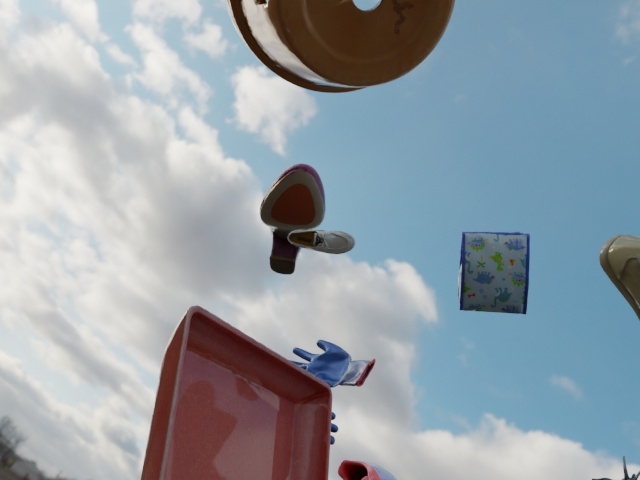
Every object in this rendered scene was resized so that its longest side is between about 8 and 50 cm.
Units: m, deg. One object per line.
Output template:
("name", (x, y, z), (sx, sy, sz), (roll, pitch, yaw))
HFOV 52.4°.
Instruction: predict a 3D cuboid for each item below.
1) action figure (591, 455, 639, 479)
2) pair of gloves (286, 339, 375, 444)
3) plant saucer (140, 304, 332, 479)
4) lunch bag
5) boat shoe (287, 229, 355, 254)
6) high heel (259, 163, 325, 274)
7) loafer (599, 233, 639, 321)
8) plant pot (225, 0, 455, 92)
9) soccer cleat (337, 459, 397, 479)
("action figure", (0.617, 0.587, 1.305), (0.164, 0.141, 0.276), (3, -84, 35))
("pair of gloves", (-0.019, 0.218, 0.904), (0.159, 0.198, 0.023), (-1, -49, 42))
("plant saucer", (-0.071, 0.220, 0.555), (0.048, 0.258, 0.259), (-10, -30, 24))
("lunch bag", (0.331, 0.056, 1.244), (0.129, 0.096, 0.151), (1, -73, 9))
("boat shoe", (0.000, 0.000, 0.944), (0.100, 0.035, 0.035), (9, 3, 15))
("high heel", (-0.054, -0.088, 1.332), (0.127, 0.181, 0.377), (14, -30, -6))
("loafer", (0.551, 0.101, 1.018), (0.268, 0.102, 0.092), (47, -7, 1))
("plant pot", (0.032, -0.306, 0.772), (0.291, 0.291, 0.203), (57, 5, -28))
("soccer cleat", (0.136, 0.523, 1.289), (0.116, 0.108, 0.318), (33, -9, -18))
